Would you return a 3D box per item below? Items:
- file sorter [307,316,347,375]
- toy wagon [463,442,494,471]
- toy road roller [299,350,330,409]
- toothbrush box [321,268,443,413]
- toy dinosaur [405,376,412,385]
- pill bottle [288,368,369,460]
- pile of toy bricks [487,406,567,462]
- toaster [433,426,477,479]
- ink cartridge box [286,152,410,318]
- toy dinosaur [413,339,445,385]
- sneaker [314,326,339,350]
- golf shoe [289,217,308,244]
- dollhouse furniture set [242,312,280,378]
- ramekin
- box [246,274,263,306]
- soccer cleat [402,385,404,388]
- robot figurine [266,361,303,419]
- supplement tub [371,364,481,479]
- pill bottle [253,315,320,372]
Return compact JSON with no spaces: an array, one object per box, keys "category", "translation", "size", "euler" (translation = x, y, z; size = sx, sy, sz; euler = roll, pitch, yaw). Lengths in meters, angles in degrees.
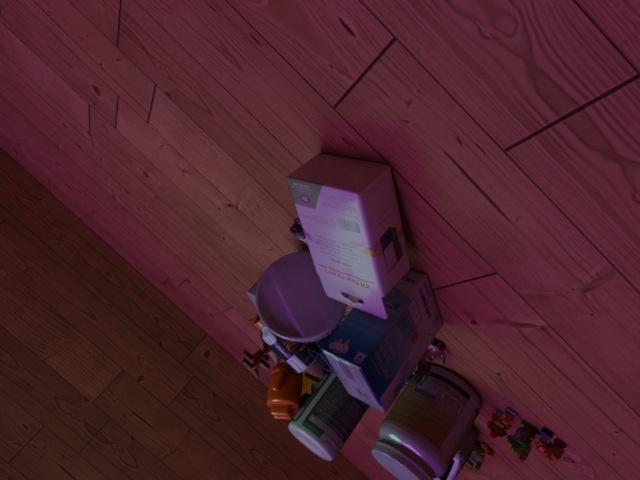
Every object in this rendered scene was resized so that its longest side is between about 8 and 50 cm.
[{"category":"file sorter","translation":[0.058,0.350,1.850],"size":[0.104,0.170,0.118],"euler":[8,140,55]},{"category":"toy wagon","translation":[0.489,0.763,2.037],"size":[0.267,0.068,0.344],"euler":[48,154,-17]},{"category":"toy road roller","translation":[0.054,0.603,2.293],"size":[0.202,0.240,0.330],"euler":[11,105,47]},{"category":"toothbrush box","translation":[0.165,0.239,1.367],"size":[0.126,0.295,0.216],"euler":[17,145,39]},{"category":"toy dinosaur","translation":[0.216,0.416,1.867],"size":[0.268,0.064,0.118],"euler":[36,161,18]},{"category":"pill bottle","translation":[0.064,0.602,2.020],"size":[0.204,0.361,0.204],"euler":[32,154,18]},{"category":"pile of toy bricks","translation":[0.583,0.579,1.562],"size":[0.212,0.105,0.118],"euler":[33,154,15]},{"category":"toaster","translation":[0.438,0.727,1.871],"size":[0.129,0.146,0.227],"euler":[28,123,24]},{"category":"ink cartridge box","translation":[0.076,-0.007,1.239],"size":[0.207,0.119,0.354],"euler":[18,137,39]},{"category":"toy dinosaur","translation":[0.254,0.364,1.662],"size":[0.200,0.127,0.296],"euler":[28,159,10]},{"category":"sneaker","translation":[-0.015,0.299,1.979],"size":[0.319,0.112,0.131],"euler":[47,-178,-24]},{"category":"golf shoe","translation":[0.000,0.000,1.505],"size":[0.176,0.069,0.086],"euler":[36,175,17]},{"category":"dollhouse furniture set","translation":[-0.194,0.374,2.169],"size":[0.135,0.262,0.259],"euler":[50,-175,-15]},{"category":"ramekin","translation":[-0.047,0.177,1.616],"size":[0.272,0.273,0.127],"euler":[31,165,20]},{"category":"box","translation":[-0.200,0.203,2.045],"size":[0.087,0.102,0.101],"euler":[23,149,37]},{"category":"soccer cleat","translation":[0.186,0.432,1.777],"size":[0.196,0.076,0.068],"euler":[35,-166,33]},{"category":"robot figurine","translation":[-0.130,0.548,2.030],"size":[0.158,0.220,0.128],"euler":[30,138,-29]},{"category":"supplement tub","translation":[0.319,0.565,1.657],"size":[0.228,0.316,0.228],"euler":[32,153,18]},{"category":"pill bottle","translation":[-0.128,0.354,1.978],"size":[0.245,0.130,0.130],"euler":[45,155,-9]}]
